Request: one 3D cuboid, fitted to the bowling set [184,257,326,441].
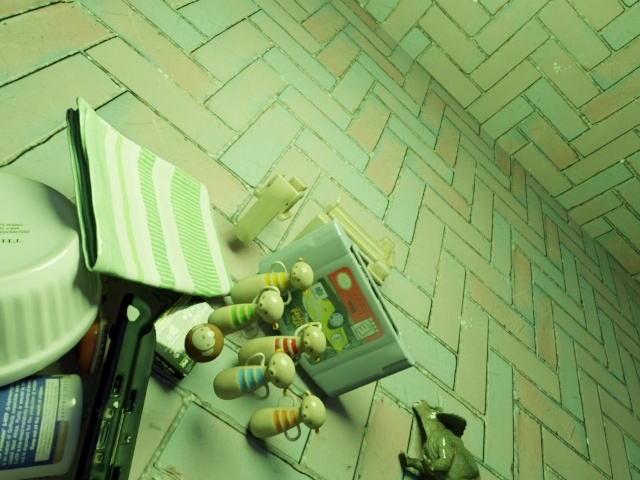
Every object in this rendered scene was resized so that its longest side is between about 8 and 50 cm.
[{"bbox_3d":[-0.085,0.162,0.624,0.200,0.154,0.287,29,45,-68],"label":"bowling set"}]

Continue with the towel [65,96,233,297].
[{"bbox_3d":[-0.243,-0.038,0.649,0.325,0.038,0.248,45,24,-69],"label":"towel"}]

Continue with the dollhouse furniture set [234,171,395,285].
[{"bbox_3d":[0.000,0.000,0.952,0.303,0.174,0.355,45,17,1],"label":"dollhouse furniture set"}]

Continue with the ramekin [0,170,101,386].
[{"bbox_3d":[-0.394,0.024,0.472,0.272,0.127,0.273,17,31,-11],"label":"ramekin"}]

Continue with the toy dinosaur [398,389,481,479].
[{"bbox_3d":[0.255,0.456,0.801,0.160,0.121,0.314,-6,61,-28],"label":"toy dinosaur"}]

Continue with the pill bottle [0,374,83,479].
[{"bbox_3d":[-0.370,0.205,0.450,0.186,0.112,0.112,11,55,-35],"label":"pill bottle"}]

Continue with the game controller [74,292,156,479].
[{"bbox_3d":[-0.249,0.225,0.478,0.067,0.166,0.320,8,62,-12],"label":"game controller"}]

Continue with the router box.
[{"bbox_3d":[-0.220,0.147,0.670,0.092,0.038,0.122,44,43,-8],"label":"router box"}]

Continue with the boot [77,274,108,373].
[{"bbox_3d":[-0.343,0.112,0.584,0.084,0.059,0.158,-1,58,-31],"label":"boot"}]

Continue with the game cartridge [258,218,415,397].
[{"bbox_3d":[0.018,0.133,0.760,0.295,0.195,0.060,61,21,-2],"label":"game cartridge"}]
